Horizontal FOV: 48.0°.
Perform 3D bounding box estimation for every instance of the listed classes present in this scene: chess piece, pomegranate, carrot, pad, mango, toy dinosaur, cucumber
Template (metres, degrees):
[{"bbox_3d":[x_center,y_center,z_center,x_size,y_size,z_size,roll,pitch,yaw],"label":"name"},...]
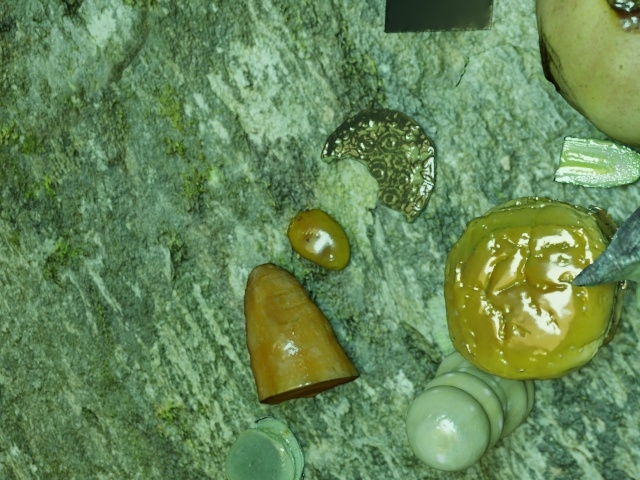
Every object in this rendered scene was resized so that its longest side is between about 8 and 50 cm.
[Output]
[{"bbox_3d":[0.188,0.222,0.950,0.142,0.260,0.143,3,96,28],"label":"chess piece"},{"bbox_3d":[0.401,-0.255,0.812,0.321,0.322,0.323,2,94,26],"label":"pomegranate"},{"bbox_3d":[-0.049,0.139,1.140,0.159,0.159,0.225,-30,67,24],"label":"carrot"},{"bbox_3d":[0.177,-0.431,1.057,0.170,0.006,0.246,6,95,26],"label":"pad"},{"bbox_3d":[0.000,0.000,1.139,0.080,0.060,0.114,-41,74,8],"label":"mango"},{"bbox_3d":[0.409,0.018,0.853,0.077,0.294,0.162,-7,113,49],"label":"toy dinosaur"},{"bbox_3d":[0.373,-0.100,0.964,0.107,0.035,0.067,12,88,20],"label":"cucumber"}]

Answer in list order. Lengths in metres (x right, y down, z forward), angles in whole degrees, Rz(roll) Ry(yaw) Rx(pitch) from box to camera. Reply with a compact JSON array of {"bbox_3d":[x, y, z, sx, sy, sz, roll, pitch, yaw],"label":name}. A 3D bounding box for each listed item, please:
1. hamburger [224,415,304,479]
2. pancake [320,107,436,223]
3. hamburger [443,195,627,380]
[{"bbox_3d":[-0.092,0.374,1.206,0.133,0.062,0.140,35,109,24],"label":"hamburger"},{"bbox_3d":[0.093,-0.111,1.110,0.184,0.020,0.191,-19,83,25],"label":"pancake"},{"bbox_3d":[0.277,0.056,0.940,0.244,0.163,0.245,0,90,35],"label":"hamburger"}]
